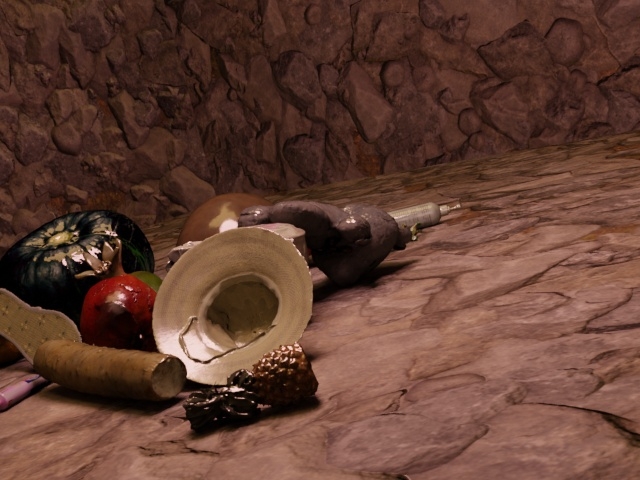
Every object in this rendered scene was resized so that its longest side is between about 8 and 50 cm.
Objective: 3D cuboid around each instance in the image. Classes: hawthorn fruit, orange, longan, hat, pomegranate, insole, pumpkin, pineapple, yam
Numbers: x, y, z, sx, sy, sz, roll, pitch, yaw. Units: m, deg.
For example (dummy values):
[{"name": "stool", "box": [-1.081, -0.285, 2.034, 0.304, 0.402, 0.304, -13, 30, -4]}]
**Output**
[{"name": "hawthorn fruit", "box": [-0.329, 0.123, 1.509, 0.148, 0.148, 0.172, -17, 35, -21]}, {"name": "orange", "box": [-0.616, 0.198, 1.775, 0.085, 0.085, 0.095, -17, 2, -19]}, {"name": "longan", "box": [-0.178, 0.014, 1.824, 0.248, 0.248, 0.248, -14, 8, 2]}, {"name": "hat", "box": [-0.111, 0.112, 1.336, 0.251, 0.252, 0.110, -13, -33, 10]}, {"name": "pomegranate", "box": [-0.350, 0.097, 1.633, 0.151, 0.191, 0.131, -13, 22, 16]}, {"name": "insole", "box": [-0.526, 0.160, 1.658, 0.322, 0.109, 0.007, 21, -5, 40]}, {"name": "pumpkin", "box": [-0.487, 0.079, 1.861, 0.315, 0.239, 0.315, -17, 26, 9]}, {"name": "pineapple", "box": [-0.084, 0.178, 1.079, 0.159, 0.074, 0.074, -23, 9, -3]}, {"name": "yam", "box": [-0.318, 0.190, 1.339, 0.083, 0.083, 0.371, -21, 12, -37]}]

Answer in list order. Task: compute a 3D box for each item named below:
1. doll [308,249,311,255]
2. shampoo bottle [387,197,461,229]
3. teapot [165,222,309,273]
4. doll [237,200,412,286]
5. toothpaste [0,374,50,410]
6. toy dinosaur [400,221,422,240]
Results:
[{"name": "doll", "box": [-0.097, 0.003, 2.051, 0.161, 0.130, 0.290, -24, 7, -39]}, {"name": "shampoo bottle", "box": [0.234, -0.056, 2.130, 0.195, 0.056, 0.056, -12, 8, 3]}, {"name": "teapot", "box": [-0.121, 0.073, 1.465, 0.221, 0.178, 0.163, -11, 7, -23]}, {"name": "doll", "box": [0.002, 0.008, 1.666, 0.245, 0.158, 0.340, -10, -9, 36]}, {"name": "toothpaste", "box": [-0.474, 0.236, 1.464, 0.045, 0.028, 0.170, -19, 4, 20]}, {"name": "toy dinosaur", "box": [0.184, -0.012, 2.038, 0.060, 0.029, 0.119, -40, 19, -33]}]
